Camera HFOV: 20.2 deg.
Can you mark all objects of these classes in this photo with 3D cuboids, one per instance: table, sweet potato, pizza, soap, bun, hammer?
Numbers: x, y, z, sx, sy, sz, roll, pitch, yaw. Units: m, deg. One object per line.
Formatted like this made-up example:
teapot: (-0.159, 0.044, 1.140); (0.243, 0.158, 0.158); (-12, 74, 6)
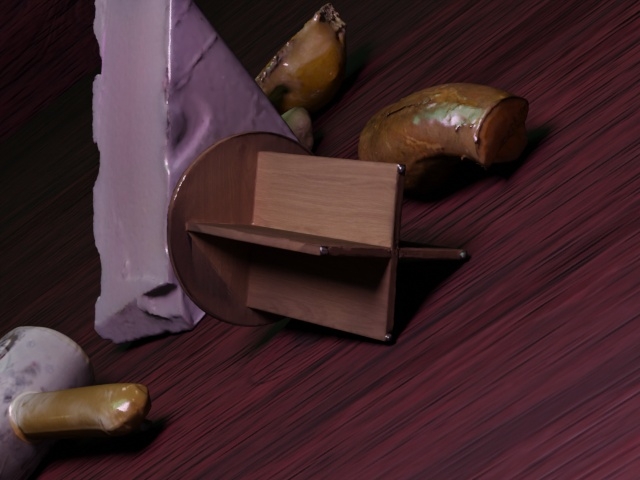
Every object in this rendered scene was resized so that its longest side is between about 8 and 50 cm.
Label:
table: (0.000, 0.000, 1.435); (0.167, 0.167, 0.227); (-47, 26, -18)
sweet potato: (0.094, -0.083, 1.557); (0.112, 0.085, 0.286); (-10, -2, -13)
pizza: (-0.034, -0.166, 2.028); (0.188, 0.080, 0.204); (-51, -1, 17)
soap: (-0.176, -0.081, 1.780); (0.258, 0.302, 0.159); (-49, 25, -26)
bun: (-0.040, -0.103, 1.942); (0.086, 0.055, 0.086); (-34, 3, 2)
hammer: (-0.242, 0.158, 1.649); (0.305, 0.113, 0.202); (-12, 36, 50)
